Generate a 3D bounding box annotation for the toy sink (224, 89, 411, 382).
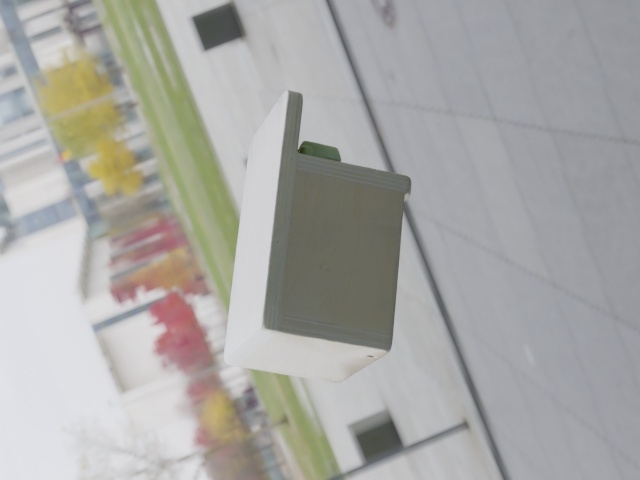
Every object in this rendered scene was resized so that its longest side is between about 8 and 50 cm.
[{"bbox_3d":[0.000,0.000,1.282,0.153,0.131,0.234,135,143,-65],"label":"toy sink"}]
